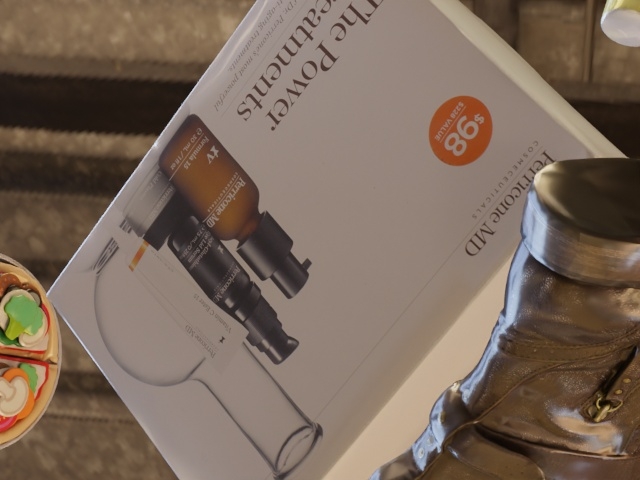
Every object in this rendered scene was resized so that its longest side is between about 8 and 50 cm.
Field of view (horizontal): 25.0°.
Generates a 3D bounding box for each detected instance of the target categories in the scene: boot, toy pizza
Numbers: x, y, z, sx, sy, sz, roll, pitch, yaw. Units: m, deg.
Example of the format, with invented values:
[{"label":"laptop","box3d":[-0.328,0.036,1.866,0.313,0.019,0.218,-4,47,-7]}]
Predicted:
[{"label":"boot","box3d":[0.171,0.074,0.734,0.263,0.229,0.091,8,-145,-14]},{"label":"toy pizza","box3d":[-0.330,0.108,1.400,0.032,0.201,0.201,-6,-121,44]}]

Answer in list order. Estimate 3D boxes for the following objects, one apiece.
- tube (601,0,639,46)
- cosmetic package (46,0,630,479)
[{"label":"tube","box3d":[0.364,-0.320,1.566,0.070,0.062,0.240,33,-118,-15]},{"label":"cosmetic package","box3d":[0.000,0.000,1.024,0.284,0.097,0.377,47,-69,27]}]
